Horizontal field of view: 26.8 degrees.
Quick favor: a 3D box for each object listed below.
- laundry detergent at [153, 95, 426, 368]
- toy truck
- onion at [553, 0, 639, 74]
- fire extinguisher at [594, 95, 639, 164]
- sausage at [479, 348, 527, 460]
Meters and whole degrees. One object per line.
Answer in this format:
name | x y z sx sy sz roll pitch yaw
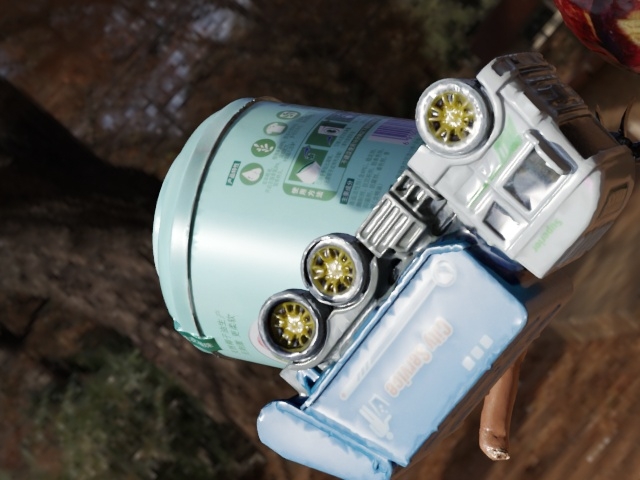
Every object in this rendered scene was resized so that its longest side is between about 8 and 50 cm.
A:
laundry detergent | 0.000 0.000 1.404 0.287 0.305 0.287 10 -90 -67
toy truck | 0.089 0.031 1.055 0.367 0.175 0.146 -54 -15 25
onion | 0.286 -0.218 0.982 0.246 0.246 0.190 -50 39 36
fire extinguisher | 0.350 -0.086 1.078 0.072 0.268 0.089 37 -125 -55
sausage | 0.205 0.174 1.514 0.042 0.036 0.158 -33 38 55
